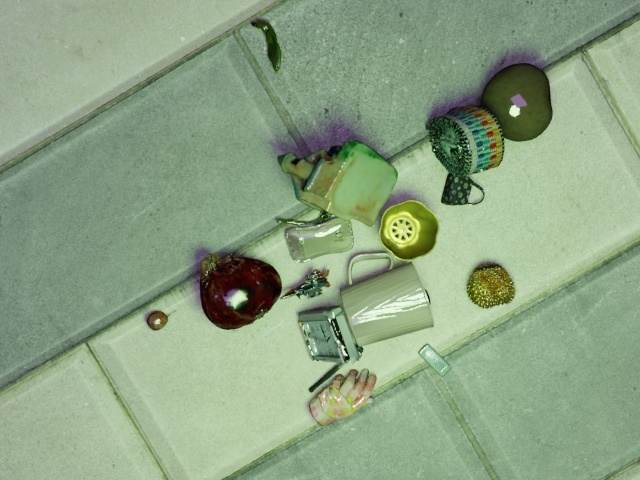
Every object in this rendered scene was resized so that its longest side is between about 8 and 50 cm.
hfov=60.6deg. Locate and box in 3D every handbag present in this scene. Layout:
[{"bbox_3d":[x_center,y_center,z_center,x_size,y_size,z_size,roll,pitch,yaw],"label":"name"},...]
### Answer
[{"bbox_3d":[0.494,-0.166,1.861,0.139,0.072,0.115,14,88,-4],"label":"handbag"}]

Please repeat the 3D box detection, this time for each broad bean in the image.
[{"bbox_3d":[-0.169,-0.670,1.865,0.061,0.046,0.195,-28,86,13],"label":"broad bean"}]

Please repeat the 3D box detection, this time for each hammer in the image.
[{"bbox_3d":[0.053,0.441,1.883,0.246,0.103,0.029,-42,91,15],"label":"hammer"}]

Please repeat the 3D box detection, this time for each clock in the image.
[{"bbox_3d":[0.027,0.312,1.807,0.083,0.253,0.187,-20,92,-30],"label":"clock"}]

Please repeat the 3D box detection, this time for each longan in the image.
[{"bbox_3d":[0.641,-0.452,1.780,0.245,0.215,0.246,-5,112,-13],"label":"longan"}]

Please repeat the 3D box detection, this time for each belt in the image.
[{"bbox_3d":[0.475,-0.325,1.767,0.160,0.295,0.207,-19,108,-6],"label":"belt"}]

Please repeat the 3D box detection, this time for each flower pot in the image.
[{"bbox_3d":[0.283,-0.033,1.811,0.195,0.179,0.195,0,91,2],"label":"flower pot"}]

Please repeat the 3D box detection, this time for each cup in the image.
[{"bbox_3d":[0.209,0.185,1.800,0.273,0.208,0.288,-19,101,2],"label":"cup"}]

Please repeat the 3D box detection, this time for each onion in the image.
[{"bbox_3d":[-0.260,0.166,1.800,0.280,0.221,0.281,0,83,-4],"label":"onion"}]

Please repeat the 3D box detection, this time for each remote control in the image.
[{"bbox_3d":[0.397,0.416,1.902,0.124,0.018,0.053,44,93,0],"label":"remote control"}]

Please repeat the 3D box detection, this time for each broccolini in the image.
[{"bbox_3d":[-0.053,-0.067,1.878,0.194,0.054,0.052,-12,121,-4],"label":"broccolini"}]

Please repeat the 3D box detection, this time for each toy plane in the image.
[{"bbox_3d":[-0.049,0.164,1.846,0.189,0.130,0.061,-29,48,-24],"label":"toy plane"}]

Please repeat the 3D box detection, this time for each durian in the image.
[{"bbox_3d":[0.569,0.156,1.840,0.158,0.137,0.168,-30,100,-19],"label":"durian"}]

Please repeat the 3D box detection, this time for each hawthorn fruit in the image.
[{"bbox_3d":[-0.547,0.271,1.892,0.103,0.066,0.067,-19,91,-26],"label":"hawthorn fruit"}]

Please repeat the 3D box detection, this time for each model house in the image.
[{"bbox_3d":[0.036,-0.210,1.756,0.280,0.312,0.245,31,96,37],"label":"model house"}]

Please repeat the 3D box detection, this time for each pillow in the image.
[{"bbox_3d":[0.000,0.000,1.881,0.232,0.038,0.131,-12,105,1],"label":"pillow"}]

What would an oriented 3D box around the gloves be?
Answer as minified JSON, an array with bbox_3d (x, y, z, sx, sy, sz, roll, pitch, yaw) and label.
[{"bbox_3d":[0.088,0.531,1.860,0.241,0.126,0.145,-34,86,9],"label":"gloves"}]
